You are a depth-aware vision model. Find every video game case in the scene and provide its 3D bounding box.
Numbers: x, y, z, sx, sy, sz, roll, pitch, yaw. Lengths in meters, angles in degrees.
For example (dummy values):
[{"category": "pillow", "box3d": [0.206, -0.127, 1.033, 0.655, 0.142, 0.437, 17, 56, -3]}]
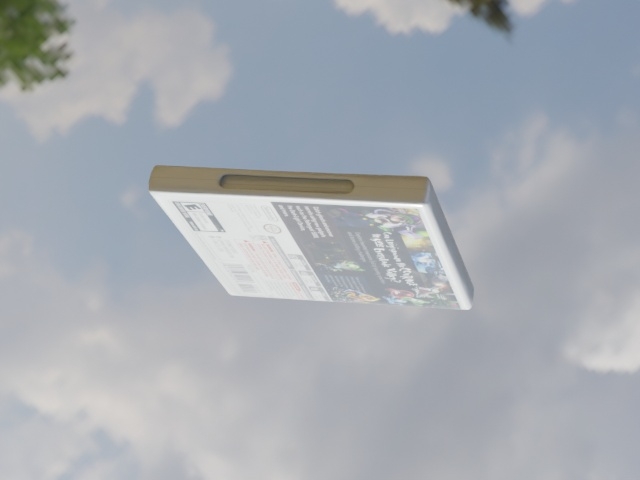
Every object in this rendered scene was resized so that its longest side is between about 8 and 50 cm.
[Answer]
[{"category": "video game case", "box3d": [0.000, 0.000, 1.132, 0.173, 0.190, 0.022, 3, -111, 15]}]
